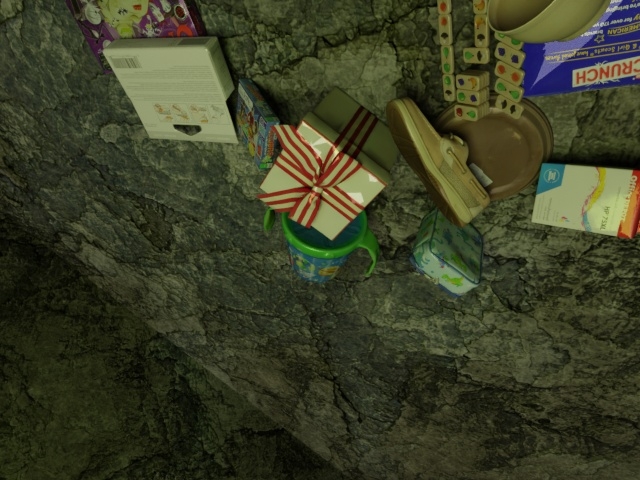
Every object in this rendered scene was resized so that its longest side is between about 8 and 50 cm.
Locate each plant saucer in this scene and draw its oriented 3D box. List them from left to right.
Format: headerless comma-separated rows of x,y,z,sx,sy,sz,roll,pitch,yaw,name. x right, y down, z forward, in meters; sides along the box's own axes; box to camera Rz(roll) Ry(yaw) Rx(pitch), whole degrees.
0.380,-0.201,0.946,0.278,0.041,0.277,12,133,14,plant saucer

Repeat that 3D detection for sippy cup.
0.000,0.000,1.177,0.305,0.240,0.224,55,155,28,sippy cup

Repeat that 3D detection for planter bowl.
0.344,-0.359,0.596,0.109,0.162,0.162,17,138,-24,planter bowl

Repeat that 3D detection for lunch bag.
0.326,0.026,1.037,0.176,0.219,0.090,35,134,-7,lunch bag

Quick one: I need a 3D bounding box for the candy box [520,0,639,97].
0.470,-0.417,0.663,0.268,0.122,0.317,1,126,23,candy box

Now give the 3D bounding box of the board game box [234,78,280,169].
-0.163,-0.292,1.026,0.201,0.035,0.136,59,147,34,board game box

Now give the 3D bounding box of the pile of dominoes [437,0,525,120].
0.290,-0.353,0.777,0.196,0.040,0.251,37,152,50,pile of dominoes

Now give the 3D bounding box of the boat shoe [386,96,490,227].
0.266,-0.186,0.919,0.110,0.121,0.341,-38,115,2,boat shoe

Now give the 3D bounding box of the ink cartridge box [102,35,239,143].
-0.367,-0.385,1.070,0.297,0.066,0.261,7,142,16,ink cartridge box

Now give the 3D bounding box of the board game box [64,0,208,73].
-0.460,-0.554,1.020,0.347,0.056,0.208,-2,131,25,board game box

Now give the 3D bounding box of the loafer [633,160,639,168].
0.679,-0.111,0.854,0.096,0.084,0.267,37,133,-8,loafer

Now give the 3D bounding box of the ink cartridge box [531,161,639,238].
0.578,-0.086,0.846,0.231,0.078,0.134,15,109,41,ink cartridge box

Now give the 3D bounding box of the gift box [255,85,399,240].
0.006,-0.181,0.980,0.276,0.258,0.255,32,133,-5,gift box
